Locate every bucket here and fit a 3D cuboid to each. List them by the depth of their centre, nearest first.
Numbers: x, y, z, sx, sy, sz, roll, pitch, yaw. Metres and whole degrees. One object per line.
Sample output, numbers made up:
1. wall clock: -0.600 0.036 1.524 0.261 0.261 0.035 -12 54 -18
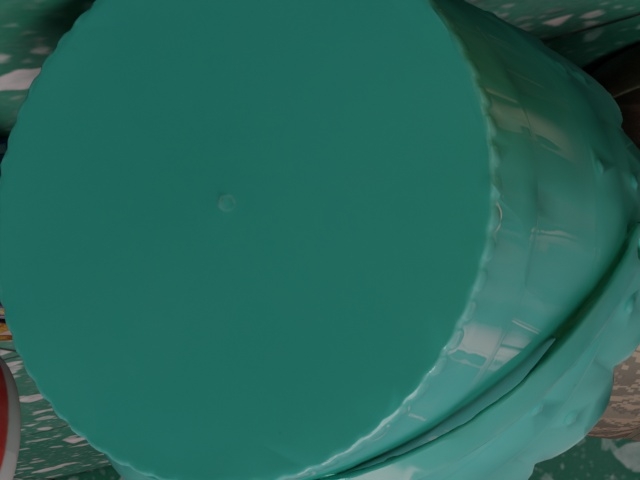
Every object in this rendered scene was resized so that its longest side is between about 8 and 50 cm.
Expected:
1. bucket: 0.000 0.000 0.809 0.281 0.281 0.183 -17 164 24

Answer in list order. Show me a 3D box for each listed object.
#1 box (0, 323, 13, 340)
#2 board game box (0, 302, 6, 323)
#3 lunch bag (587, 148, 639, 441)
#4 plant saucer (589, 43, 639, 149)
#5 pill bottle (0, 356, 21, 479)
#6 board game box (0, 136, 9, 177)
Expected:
1. box: -0.237 0.034 1.194 0.324 0.063 0.067 -3 166 -33
2. board game box: -0.207 0.008 1.006 0.141 0.048 0.170 3 166 20
3. lunch bag: 0.118 0.017 1.072 0.235 0.168 0.287 11 169 1
4. plant saucer: 0.238 -0.098 1.091 0.199 0.036 0.198 -11 169 -2
5. pill bottle: -0.325 0.090 1.001 0.161 0.161 0.283 -20 147 35
6. board game box: -0.130 -0.027 1.079 0.136 0.035 0.201 -10 168 -6
